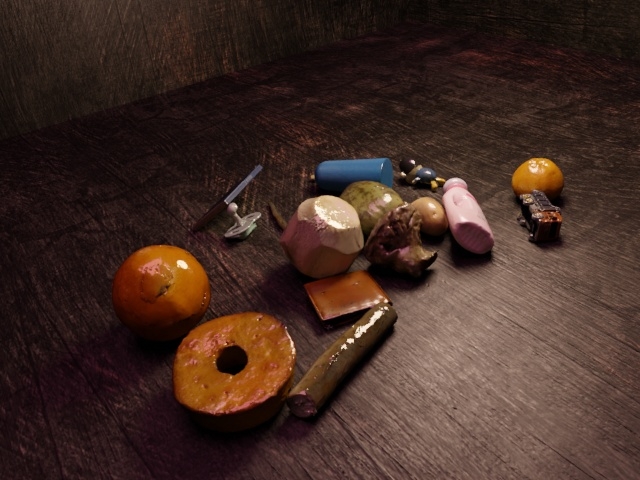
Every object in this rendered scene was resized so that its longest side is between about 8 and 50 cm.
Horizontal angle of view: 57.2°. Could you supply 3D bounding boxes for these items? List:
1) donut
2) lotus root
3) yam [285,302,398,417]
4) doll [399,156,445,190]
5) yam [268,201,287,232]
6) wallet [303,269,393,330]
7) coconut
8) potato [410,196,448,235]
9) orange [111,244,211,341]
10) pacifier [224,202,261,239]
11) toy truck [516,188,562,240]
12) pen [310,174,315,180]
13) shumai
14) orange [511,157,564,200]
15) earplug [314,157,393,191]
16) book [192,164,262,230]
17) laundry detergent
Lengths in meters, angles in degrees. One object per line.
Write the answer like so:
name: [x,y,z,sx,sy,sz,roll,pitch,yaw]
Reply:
donut: [-0.189,0.296,1.314,0.302,0.110,0.303,-6,35,4]
lotus root: [0.144,-0.102,1.840,0.173,0.173,0.309,-21,27,-20]
yam: [0.058,0.261,1.348,0.083,0.083,0.371,16,39,32]
doll: [0.346,-0.231,2.062,0.102,0.089,0.179,-33,63,-33]
yam: [-0.144,-0.076,1.968,0.027,0.029,0.234,9,23,-26]
wallet: [0.068,0.152,1.552,0.195,0.042,0.161,-15,38,-16]
coconut: [0.003,0.002,1.648,0.241,0.241,0.241,-5,32,3]
potato: [0.331,-0.072,1.790,0.112,0.112,0.147,-19,42,-17]
orange: [-0.401,0.131,1.486,0.245,0.246,0.246,-5,32,3]
pacifier: [-0.268,-0.068,1.899,0.126,0.117,0.150,-13,26,42]
toy truck: [0.649,-0.075,1.744,0.092,0.083,0.192,-1,32,1]
pen: [0.077,-0.233,2.163,0.233,0.032,0.040,-3,56,10]
shumai: [0.236,0.011,1.623,0.175,0.206,0.166,40,20,29]
orange: [0.691,-0.192,1.869,0.158,0.136,0.159,-8,33,5]
earplug: [0.106,-0.225,2.061,0.272,0.133,0.132,5,34,25]
book: [-0.316,-0.150,2.016,0.190,0.025,0.269,-34,14,38]
laundry detergent: [0.430,-0.089,1.773,0.088,0.159,0.335,-46,20,24]
